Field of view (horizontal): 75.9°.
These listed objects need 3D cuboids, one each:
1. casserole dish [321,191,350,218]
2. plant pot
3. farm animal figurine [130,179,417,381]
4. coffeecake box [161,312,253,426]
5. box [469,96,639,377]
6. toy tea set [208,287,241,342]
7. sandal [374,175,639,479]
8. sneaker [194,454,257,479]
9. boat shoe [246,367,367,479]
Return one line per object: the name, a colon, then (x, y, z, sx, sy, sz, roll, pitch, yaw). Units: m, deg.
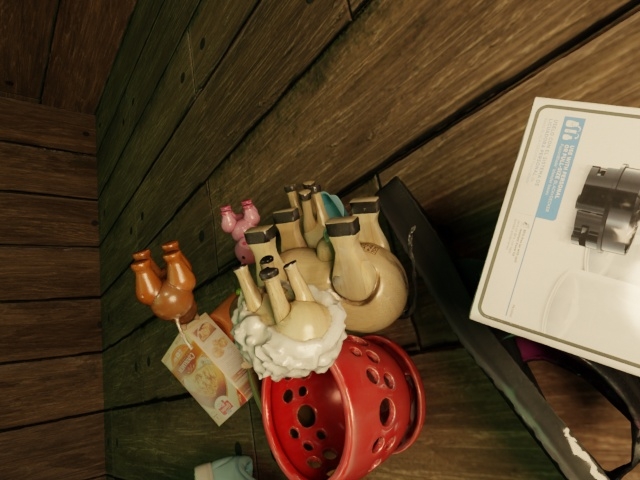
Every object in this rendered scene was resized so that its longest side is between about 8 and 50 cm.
casserole dish: (0.000, 0.000, 0.741, 0.188, 0.037, 0.114, -57, 48, 33)
plant pot: (0.038, 0.219, 0.569, 0.191, 0.174, 0.191, -4, 85, 51)
farm animal figurine: (-0.029, 0.045, 0.504, 0.326, 0.330, 0.172, 2, 114, 42)
coffeecake box: (-0.220, 0.264, 0.837, 0.185, 0.068, 0.142, 45, 126, 7)
box: (0.266, 0.019, 0.261, 0.289, 0.087, 0.169, 18, 90, 24)
toy tea set: (-0.202, 0.251, 0.943, 0.200, 0.124, 0.336, 51, 128, 2)
sandal: (0.197, 0.079, 0.409, 0.107, 0.167, 0.446, -37, 56, 15)
sneaker: (-0.135, 0.523, 0.757, 0.366, 0.150, 0.135, -150, 50, -61)
boat shoe: (-0.047, 0.332, 0.712, 0.342, 0.123, 0.123, 53, 131, 27)
